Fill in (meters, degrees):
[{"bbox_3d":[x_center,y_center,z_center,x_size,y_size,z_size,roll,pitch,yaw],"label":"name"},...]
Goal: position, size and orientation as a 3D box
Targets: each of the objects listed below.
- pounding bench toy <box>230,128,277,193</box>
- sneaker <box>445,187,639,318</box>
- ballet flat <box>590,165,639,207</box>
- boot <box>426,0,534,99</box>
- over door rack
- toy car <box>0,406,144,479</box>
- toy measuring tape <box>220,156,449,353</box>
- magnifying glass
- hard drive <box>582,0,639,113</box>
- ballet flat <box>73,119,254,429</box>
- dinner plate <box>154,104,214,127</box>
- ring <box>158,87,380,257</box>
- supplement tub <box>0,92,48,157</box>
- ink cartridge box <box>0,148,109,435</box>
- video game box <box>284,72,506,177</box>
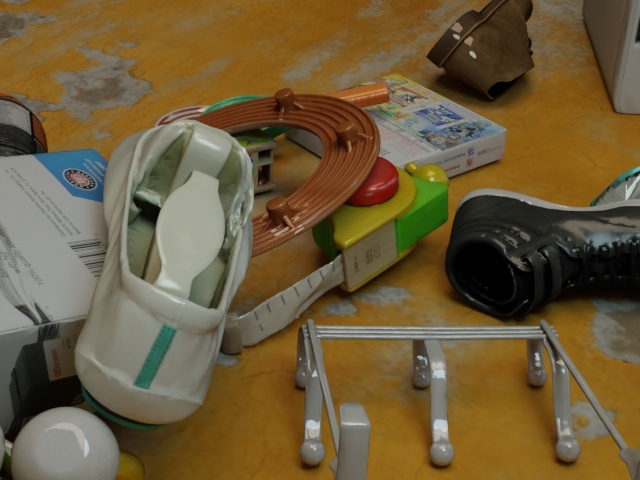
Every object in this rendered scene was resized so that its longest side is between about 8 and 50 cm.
[{"bbox_3d":[-0.092,-0.094,1.537,0.052,0.065,0.083,-15,35,-27],"label":"pounding bench toy"},{"bbox_3d":[0.258,0.027,1.339,0.296,0.104,0.147,8,32,20],"label":"sneaker"},{"bbox_3d":[0.487,-0.039,1.453,0.409,0.147,0.147,-12,33,-25],"label":"ballet flat"},{"bbox_3d":[0.249,-0.271,1.885,0.115,0.112,0.305,42,33,4],"label":"boot"},{"bbox_3d":[0.107,0.143,1.081,0.240,0.108,0.324,0,9,-7],"label":"over door rack"},{"bbox_3d":[-0.222,0.196,0.973,0.182,0.159,0.136,5,67,-1],"label":"toy car"},{"bbox_3d":[0.000,0.000,1.358,0.330,0.121,0.121,-32,44,-30],"label":"toy measuring tape"},{"bbox_3d":[-0.033,-0.155,1.611,0.231,0.026,0.092,-11,38,-4],"label":"magnifying glass"},{"bbox_3d":[0.421,-0.355,1.878,0.047,0.233,0.353,5,30,1],"label":"hard drive"},{"bbox_3d":[-0.107,-0.016,1.079,0.139,0.139,0.400,3,32,-1],"label":"ballet flat"},{"bbox_3d":[-0.132,-0.130,1.646,0.141,0.017,0.141,3,30,-2],"label":"dinner plate"},{"bbox_3d":[-0.103,-0.071,1.398,0.337,0.032,0.336,-16,31,10],"label":"ring"},{"bbox_3d":[-0.346,-0.079,1.433,0.117,0.117,0.190,-4,30,-13],"label":"supplement tub"},{"bbox_3d":[-0.275,0.043,1.131,0.307,0.129,0.223,-10,43,-43],"label":"ink cartridge box"},{"bbox_3d":[0.088,-0.132,1.642,0.187,0.048,0.205,-22,39,-32],"label":"video game box"}]
